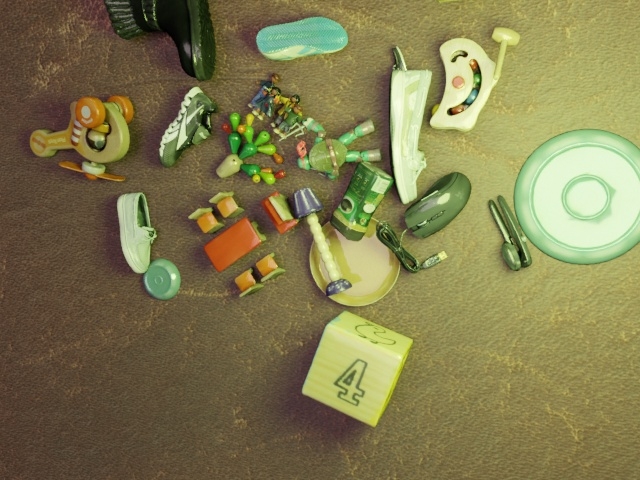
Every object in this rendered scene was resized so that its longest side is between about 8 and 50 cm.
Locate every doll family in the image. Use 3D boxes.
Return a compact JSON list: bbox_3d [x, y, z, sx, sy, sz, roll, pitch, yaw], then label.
[{"bbox_3d":[-0.110,-0.354,1.657,0.193,0.076,0.111,40,108,13],"label":"doll family"}]

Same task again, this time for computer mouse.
[{"bbox_3d":[0.280,-0.030,1.551,0.262,0.060,0.184,-35,113,1],"label":"computer mouse"}]

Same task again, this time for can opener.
[{"bbox_3d":[0.452,-0.020,1.529,0.059,0.073,0.186,-19,79,24],"label":"can opener"}]

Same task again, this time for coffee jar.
[{"bbox_3d":[0.097,-0.093,1.566,0.096,0.079,0.184,45,113,44],"label":"coffee jar"}]

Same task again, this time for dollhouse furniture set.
[{"bbox_3d":[-0.188,-0.018,1.669,0.259,0.135,0.262,-35,84,15],"label":"dollhouse furniture set"}]

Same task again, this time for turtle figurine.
[{"bbox_3d":[0.025,-0.218,1.593,0.234,0.118,0.175,-14,122,0],"label":"turtle figurine"}]

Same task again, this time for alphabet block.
[{"bbox_3d":[0.094,0.310,1.585,0.197,0.192,0.193,22,101,13],"label":"alphabet block"}]

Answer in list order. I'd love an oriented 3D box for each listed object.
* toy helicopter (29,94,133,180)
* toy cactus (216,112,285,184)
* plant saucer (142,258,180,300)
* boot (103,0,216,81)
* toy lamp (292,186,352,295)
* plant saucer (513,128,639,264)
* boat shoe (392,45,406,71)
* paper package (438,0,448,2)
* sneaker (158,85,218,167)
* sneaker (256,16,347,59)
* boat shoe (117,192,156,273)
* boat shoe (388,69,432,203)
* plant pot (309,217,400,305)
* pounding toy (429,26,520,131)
[{"bbox_3d":[-0.681,-0.273,1.817,0.355,0.140,0.234,-3,102,27],"label":"toy helicopter"},{"bbox_3d":[-0.203,-0.221,1.687,0.180,0.112,0.219,-35,93,25],"label":"toy cactus"},{"bbox_3d":[-0.453,0.111,1.813,0.119,0.021,0.119,1,95,15],"label":"plant saucer"},{"bbox_3d":[-0.423,-0.563,1.697,0.260,0.131,0.347,-11,80,10],"label":"boot"},{"bbox_3d":[0.000,0.000,1.617,0.080,0.080,0.274,-20,91,16],"label":"toy lamp"},{"bbox_3d":[0.612,-0.100,1.485,0.318,0.044,0.317,1,95,16],"label":"plant saucer"},{"bbox_3d":[0.196,-0.413,1.581,0.038,0.046,0.125,-18,97,12],"label":"boat shoe"},{"bbox_3d":[0.300,-0.724,1.385,0.168,0.325,0.309,-4,92,16],"label":"paper package"},{"bbox_3d":[-0.351,-0.289,1.727,0.106,0.078,0.234,32,100,14],"label":"sneaker"},{"bbox_3d":[-0.046,-0.505,1.625,0.229,0.092,0.087,-4,91,-3],"label":"sneaker"},{"bbox_3d":[-0.504,-0.024,1.788,0.081,0.079,0.227,-12,87,21],"label":"boat shoe"},{"bbox_3d":[0.217,-0.247,1.542,0.103,0.118,0.320,-2,96,3],"label":"boat shoe"},{"bbox_3d":[0.089,0.049,1.649,0.236,0.032,0.236,1,94,15],"label":"plant pot"},{"bbox_3d":[0.331,-0.382,1.485,0.154,0.155,0.269,27,101,8],"label":"pounding toy"}]
